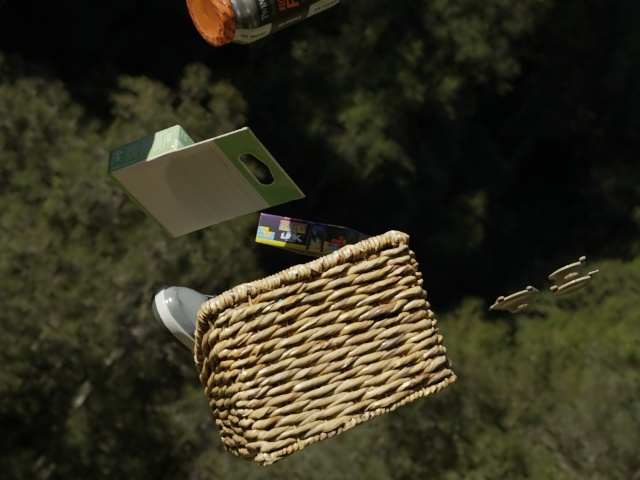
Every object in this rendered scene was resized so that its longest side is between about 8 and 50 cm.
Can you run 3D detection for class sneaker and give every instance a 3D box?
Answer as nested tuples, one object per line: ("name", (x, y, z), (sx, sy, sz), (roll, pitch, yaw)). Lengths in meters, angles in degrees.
("sneaker", (-0.090, 0.109, 2.066), (0.295, 0.178, 0.123), (29, 36, -44))

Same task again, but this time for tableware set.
("tableware set", (0.320, 0.070, 2.026), (0.141, 0.169, 0.020), (55, 14, -74))

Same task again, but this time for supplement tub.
("supplement tub", (-0.073, -0.331, 1.856), (0.117, 0.190, 0.117), (43, -30, 33))

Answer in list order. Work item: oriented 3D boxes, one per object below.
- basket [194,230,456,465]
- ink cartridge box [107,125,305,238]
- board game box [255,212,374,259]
("basket", (-0.012, 0.130, 1.837), (0.223, 0.299, 0.213), (70, -17, -5))
("ink cartridge box", (-0.162, -0.096, 2.022), (0.171, 0.235, 0.056), (49, 31, -43))
("board game box", (0.000, 0.000, 2.159), (0.141, 0.048, 0.170), (11, -2, 21))
